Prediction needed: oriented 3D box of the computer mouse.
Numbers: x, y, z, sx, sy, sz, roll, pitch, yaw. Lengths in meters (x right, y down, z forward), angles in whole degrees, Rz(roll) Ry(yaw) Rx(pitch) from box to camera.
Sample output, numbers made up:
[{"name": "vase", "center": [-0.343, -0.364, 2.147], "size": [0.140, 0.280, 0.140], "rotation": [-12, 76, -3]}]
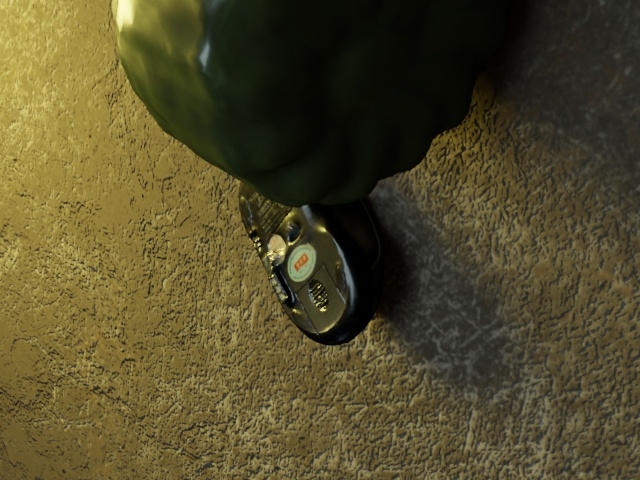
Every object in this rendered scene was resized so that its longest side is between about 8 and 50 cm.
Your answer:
[{"name": "computer mouse", "center": [0.000, 0.000, 1.210], "size": [0.137, 0.096, 0.233], "rotation": [-41, 68, 41]}]

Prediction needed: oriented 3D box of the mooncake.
[{"name": "mooncake", "center": [0.010, -0.204, 0.937], "size": [0.194, 0.356, 0.356], "rotation": [31, 124, 34]}]
